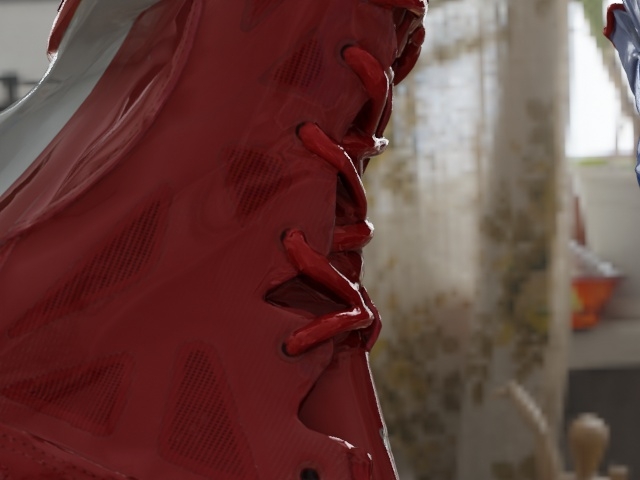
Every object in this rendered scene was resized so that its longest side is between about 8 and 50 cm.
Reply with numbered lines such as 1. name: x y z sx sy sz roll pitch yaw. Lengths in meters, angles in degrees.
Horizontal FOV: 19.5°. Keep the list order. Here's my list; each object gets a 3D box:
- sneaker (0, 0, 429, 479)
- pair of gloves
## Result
1. sneaker: 0.000 0.000 0.360 0.128 0.221 0.087 41 0 21
2. pair of gloves: 0.163 -0.081 0.930 0.023 0.159 0.198 -11 -29 3
